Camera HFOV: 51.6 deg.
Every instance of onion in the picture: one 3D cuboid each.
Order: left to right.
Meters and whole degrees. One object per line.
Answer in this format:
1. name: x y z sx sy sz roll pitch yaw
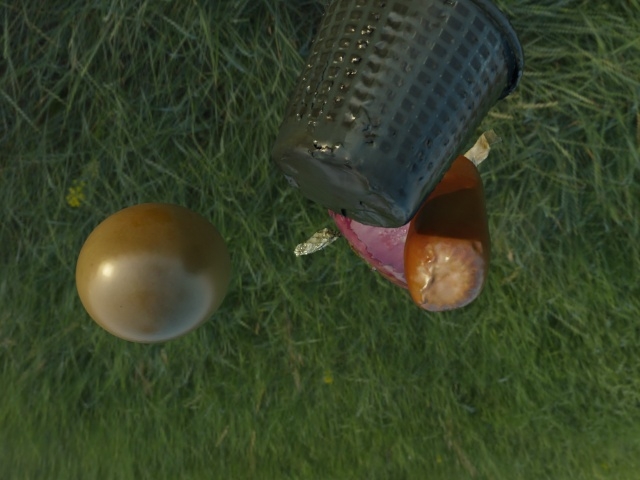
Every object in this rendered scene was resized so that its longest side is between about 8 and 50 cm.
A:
1. onion: 0.172 -0.075 1.285 0.358 0.358 0.345 16 125 -30

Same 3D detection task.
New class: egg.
1. egg: -0.347 0.066 1.435 0.301 0.301 0.374 -32 174 26

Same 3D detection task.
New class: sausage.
1. sausage: 0.137 -0.016 0.703 0.083 0.300 0.089 5 115 12

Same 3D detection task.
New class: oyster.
1. oyster: 0.000 0.001 1.425 0.098 0.037 0.100 -30 176 20

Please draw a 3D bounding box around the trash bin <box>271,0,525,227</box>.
1. trash bin: 0.050 -0.101 0.523 0.175 0.161 0.175 25 167 6
